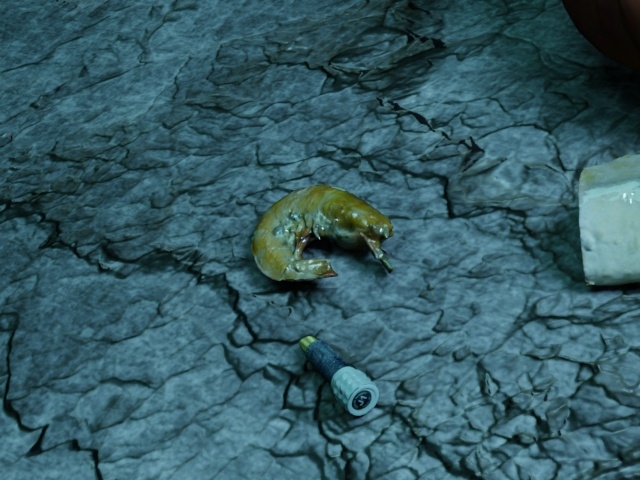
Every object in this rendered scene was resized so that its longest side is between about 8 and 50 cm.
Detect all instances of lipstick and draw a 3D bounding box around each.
[{"bbox_3d":[0.012,0.121,1.043,0.037,0.037,0.116,-32,38,-12],"label":"lipstick"}]

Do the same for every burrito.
[{"bbox_3d":[0.387,-0.039,1.006,0.299,0.105,0.143,-9,39,17],"label":"burrito"}]

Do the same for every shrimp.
[{"bbox_3d":[0.002,0.002,1.170,0.187,0.051,0.132,15,64,44],"label":"shrimp"}]

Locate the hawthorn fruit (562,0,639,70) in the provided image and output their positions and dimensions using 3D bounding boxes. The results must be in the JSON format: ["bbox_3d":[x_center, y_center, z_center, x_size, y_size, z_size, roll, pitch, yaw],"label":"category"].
[{"bbox_3d":[0.453,-0.380,1.090,0.472,0.472,0.472,-12,42,11],"label":"hawthorn fruit"}]
